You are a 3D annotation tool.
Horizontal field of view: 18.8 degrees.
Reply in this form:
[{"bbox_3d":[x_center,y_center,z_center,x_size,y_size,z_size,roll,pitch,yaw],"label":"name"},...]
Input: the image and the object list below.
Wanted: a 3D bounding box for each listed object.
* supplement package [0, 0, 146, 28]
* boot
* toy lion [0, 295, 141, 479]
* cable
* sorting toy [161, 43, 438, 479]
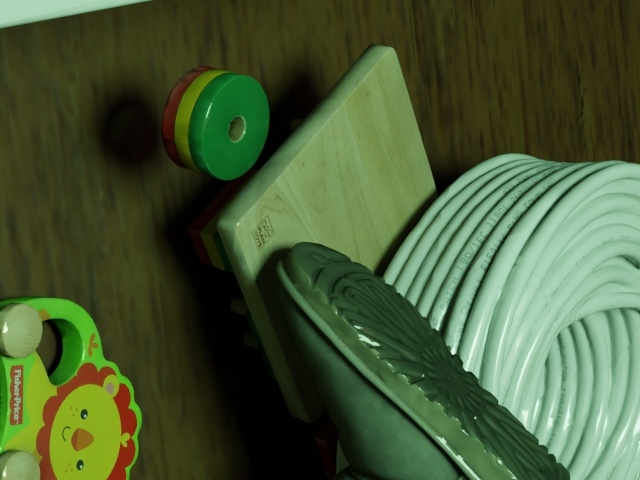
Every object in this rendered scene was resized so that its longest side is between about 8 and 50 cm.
[{"bbox_3d":[-0.085,-0.184,0.746,0.293,0.177,0.175,-19,107,-44],"label":"supplement package"},{"bbox_3d":[-0.010,0.131,0.875,0.189,0.208,0.076,49,24,7],"label":"boot"},{"bbox_3d":[-0.115,0.073,0.845,0.096,0.034,0.100,-3,95,-53],"label":"toy lion"},{"bbox_3d":[0.108,0.082,1.000,0.257,0.089,0.257,-62,143,-19],"label":"cable"},{"bbox_3d":[0.000,0.000,0.933,0.132,0.046,0.274,-50,139,-31],"label":"sorting toy"}]
